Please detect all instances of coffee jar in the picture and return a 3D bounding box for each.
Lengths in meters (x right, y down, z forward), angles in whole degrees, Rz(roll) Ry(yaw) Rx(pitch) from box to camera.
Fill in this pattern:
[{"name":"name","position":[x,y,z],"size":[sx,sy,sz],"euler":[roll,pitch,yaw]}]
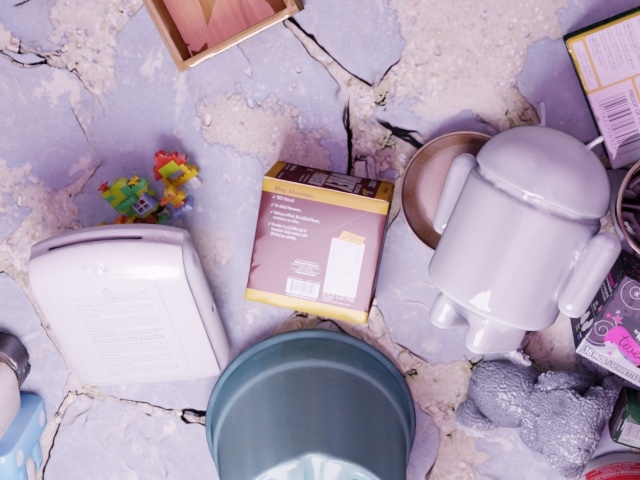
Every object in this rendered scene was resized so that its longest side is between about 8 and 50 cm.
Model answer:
[{"name":"coffee jar","position":[0.542,0.293,1.842],"size":[0.184,0.096,0.079],"euler":[18,109,2]}]

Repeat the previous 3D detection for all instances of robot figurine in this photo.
[{"name":"robot figurine","position":[0.283,-0.013,1.707],"size":[0.300,0.200,0.353],"euler":[34,110,33]}]

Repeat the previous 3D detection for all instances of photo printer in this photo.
[{"name":"photo printer","position":[-0.291,0.094,1.822],"size":[0.256,0.107,0.307],"euler":[-6,139,8]}]

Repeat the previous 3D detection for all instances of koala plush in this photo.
[{"name":"koala plush","position":[0.324,0.244,1.823],"size":[0.221,0.203,0.196],"euler":[25,106,13]}]

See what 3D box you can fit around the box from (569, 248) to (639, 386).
[{"name":"box","position":[0.513,0.140,1.771],"size":[0.247,0.163,0.142],"euler":[28,108,0]}]

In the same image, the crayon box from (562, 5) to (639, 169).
[{"name":"crayon box","position":[0.534,-0.255,1.710],"size":[0.323,0.083,0.203],"euler":[-20,101,13]}]

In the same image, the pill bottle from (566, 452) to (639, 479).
[{"name":"pill bottle","position":[0.463,0.490,1.740],"size":[0.229,0.408,0.229],"euler":[2,105,7]}]

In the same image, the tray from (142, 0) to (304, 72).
[{"name":"tray","position":[-0.208,-0.478,1.758],"size":[0.203,0.076,0.411],"euler":[-25,99,13]}]

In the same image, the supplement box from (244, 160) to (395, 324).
[{"name":"supplement box","position":[0.000,0.000,1.822],"size":[0.191,0.129,0.194],"euler":[11,105,5]}]

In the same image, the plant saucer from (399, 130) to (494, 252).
[{"name":"plant saucer","position":[0.220,-0.071,1.823],"size":[0.198,0.036,0.199],"euler":[2,105,8]}]

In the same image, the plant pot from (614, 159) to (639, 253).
[{"name":"plant pot","position":[0.495,-0.045,1.715],"size":[0.167,0.165,0.167],"euler":[0,89,5]}]

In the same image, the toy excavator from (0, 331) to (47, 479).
[{"name":"toy excavator","position":[-0.530,0.394,1.978],"size":[0.433,0.222,0.445],"euler":[1,118,7]}]

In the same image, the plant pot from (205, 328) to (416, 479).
[{"name":"plant pot","position":[-0.012,0.352,1.779],"size":[0.341,0.334,0.341],"euler":[0,109,-1]}]

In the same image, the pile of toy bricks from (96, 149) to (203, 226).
[{"name":"pile of toy bricks","position":[-0.293,-0.056,1.845],"size":[0.212,0.118,0.105],"euler":[-33,116,21]}]
